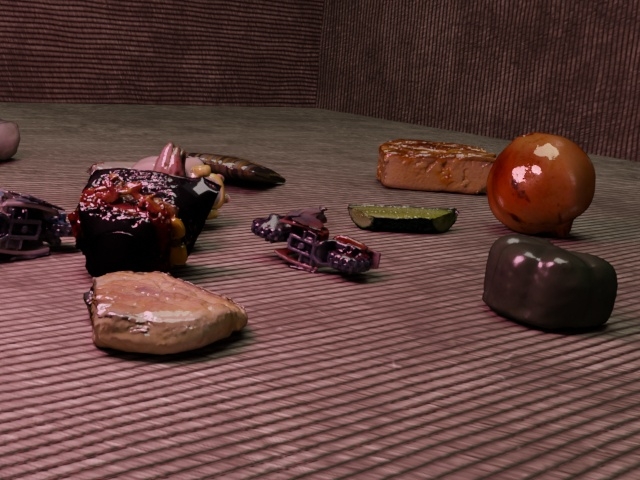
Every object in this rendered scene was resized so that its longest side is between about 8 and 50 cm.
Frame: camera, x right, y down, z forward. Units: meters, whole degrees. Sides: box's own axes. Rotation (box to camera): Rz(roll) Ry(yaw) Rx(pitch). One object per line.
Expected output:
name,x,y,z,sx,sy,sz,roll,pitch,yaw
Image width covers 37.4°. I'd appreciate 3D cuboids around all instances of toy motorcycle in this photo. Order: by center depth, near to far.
toy motorcycle,-0.486,-0.034,1.361,0.204,0.108,0.239,17,-8,30
toy motorcycle,0.000,0.000,1.436,0.212,0.084,0.118,22,18,32

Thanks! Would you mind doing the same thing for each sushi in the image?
sushi,-0.255,-0.018,1.283,0.172,0.153,0.150,25,29,-8

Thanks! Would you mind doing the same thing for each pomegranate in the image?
pomegranate,-0.238,-0.061,1.477,0.138,0.125,0.163,5,55,26
pomegranate,0.426,-0.109,1.835,0.209,0.209,0.209,5,12,-1

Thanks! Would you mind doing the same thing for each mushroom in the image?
mushroom,-0.750,-0.210,2.098,0.109,0.097,0.351,2,16,0

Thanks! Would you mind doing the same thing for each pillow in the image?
pillow,-0.383,-0.145,2.029,0.229,0.051,0.128,1,4,-25
pillow,-0.206,-0.164,2.124,0.212,0.052,0.208,14,1,15

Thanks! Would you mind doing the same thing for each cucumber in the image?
cucumber,0.163,-0.037,1.762,0.220,0.046,0.070,1,15,-12

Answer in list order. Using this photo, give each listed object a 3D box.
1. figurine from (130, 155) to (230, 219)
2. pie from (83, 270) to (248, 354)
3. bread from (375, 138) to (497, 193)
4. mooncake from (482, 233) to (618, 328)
figurine,-0.242,-0.091,1.668,0.155,0.127,0.235,-11,4,17
pie,-0.175,0.077,1.076,0.185,0.052,0.218,0,11,-13
bread,0.279,-0.184,2.328,0.274,0.114,0.185,2,12,-4
mooncake,0.305,0.054,1.262,0.175,0.104,0.168,12,8,18
